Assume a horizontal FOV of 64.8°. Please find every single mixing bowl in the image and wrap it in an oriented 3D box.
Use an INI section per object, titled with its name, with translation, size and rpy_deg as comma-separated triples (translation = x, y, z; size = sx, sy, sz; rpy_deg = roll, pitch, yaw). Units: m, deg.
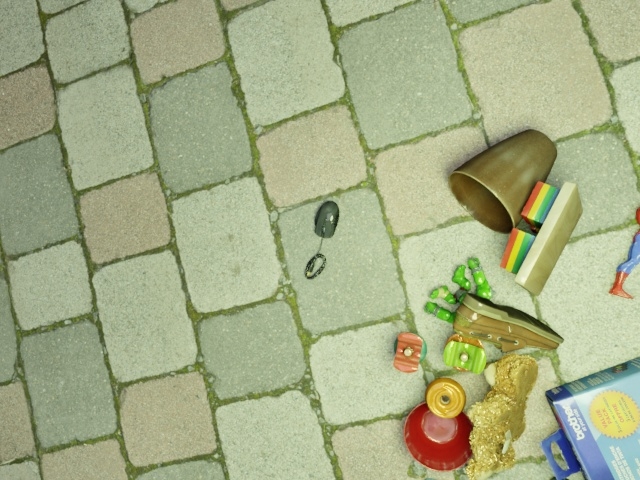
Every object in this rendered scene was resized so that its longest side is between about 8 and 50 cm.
[mixing bowl]
translation = 0.317, 0.505, 1.342
size = 0.181, 0.098, 0.182
rpy_deg = -1, 87, 14

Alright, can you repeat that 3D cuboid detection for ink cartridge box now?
[ink cartridge box]
translation = 0.735, 0.456, 1.211
size = 0.395, 0.151, 0.270
rpy_deg = -26, 77, 13

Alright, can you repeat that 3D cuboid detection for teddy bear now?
[teddy bear]
translation = 0.434, 0.436, 1.251
size = 0.113, 0.245, 0.338
rpy_deg = 19, 115, 49

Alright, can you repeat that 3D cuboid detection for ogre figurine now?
[ogre figurine]
translation = 0.384, 0.150, 1.355
size = 0.197, 0.097, 0.118
rpy_deg = -40, 60, -6

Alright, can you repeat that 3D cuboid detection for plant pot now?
[plant pot]
translation = 0.491, -0.171, 1.301
size = 0.230, 0.215, 0.215
rpy_deg = -43, 78, -6

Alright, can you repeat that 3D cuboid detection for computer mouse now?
[computer mouse]
translation = 0.000, 0.000, 1.483
size = 0.071, 0.041, 0.242
rpy_deg = 15, 91, 14

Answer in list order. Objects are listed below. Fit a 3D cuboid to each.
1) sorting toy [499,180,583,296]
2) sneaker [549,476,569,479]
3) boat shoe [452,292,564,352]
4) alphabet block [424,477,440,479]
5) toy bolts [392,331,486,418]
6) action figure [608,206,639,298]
[sorting toy]
translation = 0.540, -0.005, 1.248
size = 0.089, 0.257, 0.255
rpy_deg = 28, 94, 32
[sneaker]
translation = 0.660, 0.672, 1.264
size = 0.190, 0.071, 0.083
rpy_deg = 28, 99, 14
[boat shoe]
translation = 0.471, 0.228, 1.282
size = 0.307, 0.111, 0.104
rpy_deg = 22, 102, -14
[alphabet block]
translation = 0.342, 0.753, 1.276
size = 0.193, 0.192, 0.197
rpy_deg = 8, 89, 16
[toy bolts]
translation = 0.299, 0.328, 1.328
size = 0.228, 0.158, 0.218
rpy_deg = 16, 92, 15
[action figure]
translation = 0.831, 0.017, 1.249
size = 0.139, 0.091, 0.280
rpy_deg = 16, 92, 21
